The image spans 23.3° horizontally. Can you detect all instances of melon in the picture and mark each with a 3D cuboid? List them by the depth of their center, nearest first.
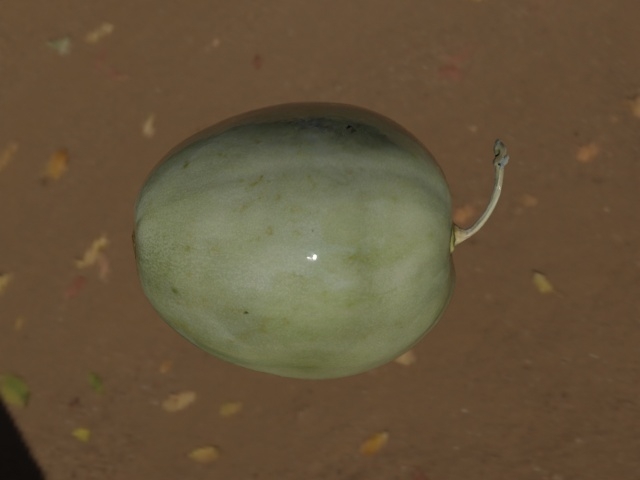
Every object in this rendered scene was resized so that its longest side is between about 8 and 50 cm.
[{"bbox_3d":[-0.016,-0.002,1.415,0.308,0.272,0.271,20,90,10],"label":"melon"}]
